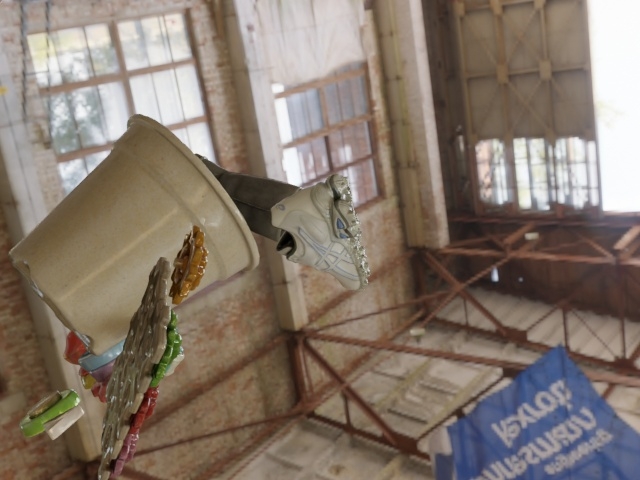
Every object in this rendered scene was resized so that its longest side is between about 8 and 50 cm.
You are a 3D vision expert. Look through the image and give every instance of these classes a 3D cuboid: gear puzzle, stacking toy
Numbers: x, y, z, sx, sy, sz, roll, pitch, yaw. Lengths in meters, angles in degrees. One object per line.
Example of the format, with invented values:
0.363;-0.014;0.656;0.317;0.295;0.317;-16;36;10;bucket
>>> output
-0.190;0.118;0.946;0.044;0.339;0.175;16;-148;-20;gear puzzle
-0.504;0.268;1.659;0.279;0.130;0.309;-37;-168;-31;stacking toy

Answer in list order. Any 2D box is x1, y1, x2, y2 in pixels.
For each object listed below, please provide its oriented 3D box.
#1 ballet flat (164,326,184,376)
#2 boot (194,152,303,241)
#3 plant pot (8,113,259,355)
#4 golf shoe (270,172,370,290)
-0.246;0.161;1.238;0.057;0.052;0.168;25;-176;-18;ballet flat
-0.154;-0.040;1.368;0.208;0.190;0.076;24;179;10;boot
-0.326;0.012;1.348;0.305;0.334;0.333;-41;-153;-19;plant pot
0.000;0.000;0.792;0.085;0.176;0.069;-14;-124;4;golf shoe
